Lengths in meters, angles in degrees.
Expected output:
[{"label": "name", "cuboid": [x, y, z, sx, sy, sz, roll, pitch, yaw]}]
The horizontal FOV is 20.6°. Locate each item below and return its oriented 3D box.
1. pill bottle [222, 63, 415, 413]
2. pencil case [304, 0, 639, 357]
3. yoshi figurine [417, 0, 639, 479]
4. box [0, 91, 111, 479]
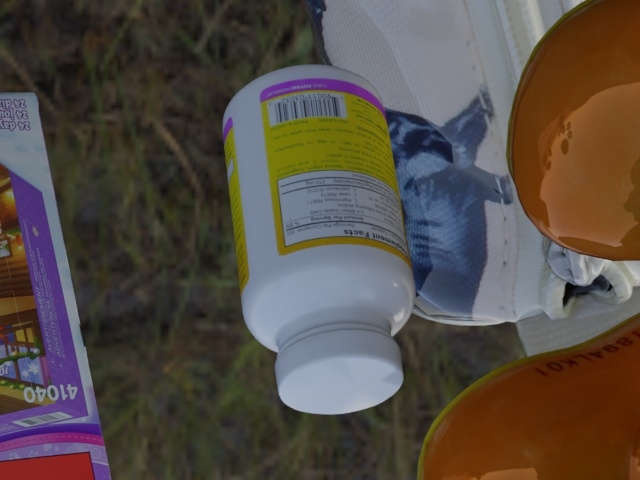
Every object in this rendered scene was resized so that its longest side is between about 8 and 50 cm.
[{"label": "pill bottle", "cuboid": [0.000, 0.000, 0.441, 0.043, 0.083, 0.043, -5, 148, -3]}, {"label": "pencil case", "cuboid": [0.027, -0.155, 0.470, 0.160, 0.183, 0.410, -24, 129, 2]}, {"label": "yoshi figurine", "cuboid": [0.130, 0.099, 0.293, 0.203, 0.362, 0.203, -46, 134, 2]}, {"label": "box", "cuboid": [-0.228, 0.047, 0.623, 0.293, 0.201, 0.057, -2, 158, -30]}]
